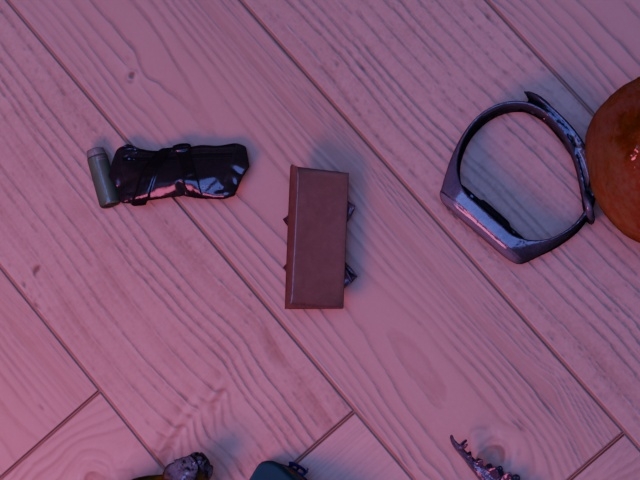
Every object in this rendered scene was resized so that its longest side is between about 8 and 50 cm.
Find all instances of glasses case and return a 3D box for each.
[{"bbox_3d":[0.000,0.000,1.857,0.102,0.070,0.193,5,82,-19],"label":"glasses case"}]

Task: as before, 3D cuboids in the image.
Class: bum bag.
[{"bbox_3d":[-0.193,-0.090,1.898,0.198,0.049,0.087,-2,62,8],"label":"bum bag"}]

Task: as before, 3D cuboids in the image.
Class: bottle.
[{"bbox_3d":[-0.302,-0.087,1.919,0.030,0.030,0.083,-18,81,6],"label":"bottle"}]

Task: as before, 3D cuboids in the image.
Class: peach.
[{"bbox_3d":[0.450,-0.087,1.714,0.232,0.232,0.256,-28,81,4],"label":"peach"}]

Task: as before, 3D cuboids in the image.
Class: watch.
[{"bbox_3d":[0.271,-0.080,1.820,0.206,0.068,0.193,41,91,12],"label":"watch"}]

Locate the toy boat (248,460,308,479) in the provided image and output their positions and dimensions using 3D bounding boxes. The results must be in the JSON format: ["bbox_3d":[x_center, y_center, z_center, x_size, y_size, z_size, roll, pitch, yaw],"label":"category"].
[{"bbox_3d":[-0.012,0.355,1.802,0.175,0.110,0.091,28,87,52],"label":"toy boat"}]

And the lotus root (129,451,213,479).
[{"bbox_3d":[-0.255,0.404,1.811,0.322,0.140,0.158,-42,55,-4],"label":"lotus root"}]

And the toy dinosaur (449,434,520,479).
[{"bbox_3d":[0.230,0.334,1.791,0.082,0.039,0.209,-34,91,0],"label":"toy dinosaur"}]
